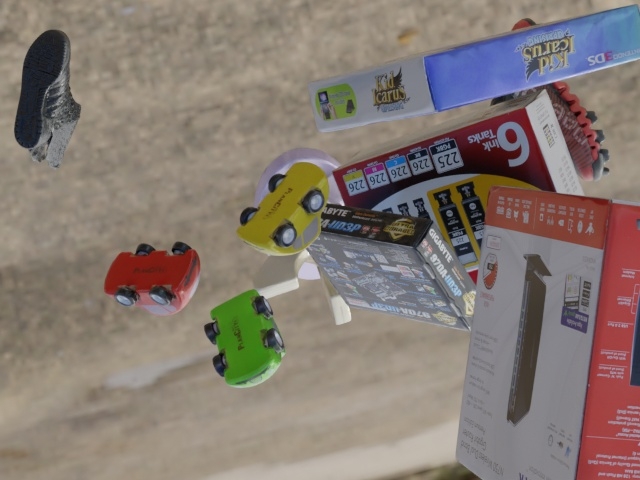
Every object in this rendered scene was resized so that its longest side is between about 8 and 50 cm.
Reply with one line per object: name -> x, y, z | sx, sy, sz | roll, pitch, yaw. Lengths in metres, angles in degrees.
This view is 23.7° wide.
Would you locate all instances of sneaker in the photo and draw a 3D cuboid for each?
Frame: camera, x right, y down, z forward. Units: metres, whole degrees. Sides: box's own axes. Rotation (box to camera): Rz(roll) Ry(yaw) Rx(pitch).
sneaker -> -0.311, -0.163, 1.773 | 0.051, 0.170, 0.089 | 21, -166, 17
sneaker -> 0.339, -0.199, 2.351 | 0.135, 0.276, 0.097 | -30, 177, -3

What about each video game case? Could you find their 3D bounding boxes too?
video game case -> 0.160, -0.178, 1.592 | 0.269, 0.061, 0.244 | -17, -173, -27

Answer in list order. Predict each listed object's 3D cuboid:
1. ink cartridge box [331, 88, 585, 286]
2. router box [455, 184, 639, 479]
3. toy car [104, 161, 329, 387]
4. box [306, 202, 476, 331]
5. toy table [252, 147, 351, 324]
ink cartridge box -> 0.216, -0.036, 2.197 | 0.309, 0.272, 0.130 | -18, -170, 26
router box -> 0.234, 0.104, 1.474 | 0.082, 0.301, 0.335 | 6, -178, -12
toy car -> -0.075, 0.055, 1.381 | 0.239, 0.225, 0.053 | -28, 133, 9
box -> 0.087, 0.032, 1.981 | 0.220, 0.051, 0.175 | 9, 146, 43
toy table -> 0.000, 0.000, 2.456 | 0.252, 0.161, 0.274 | -26, 134, 3
